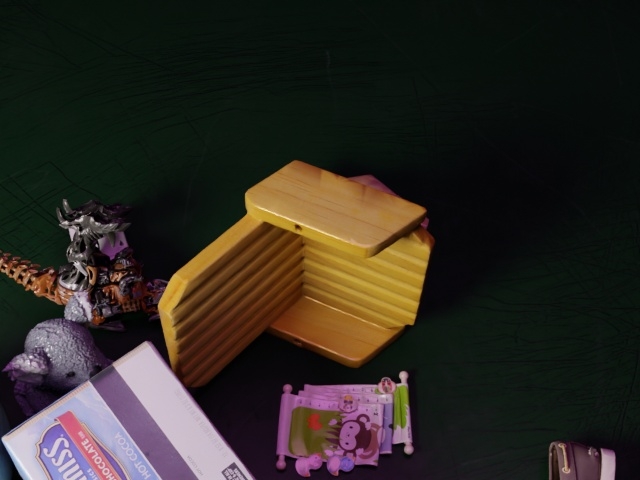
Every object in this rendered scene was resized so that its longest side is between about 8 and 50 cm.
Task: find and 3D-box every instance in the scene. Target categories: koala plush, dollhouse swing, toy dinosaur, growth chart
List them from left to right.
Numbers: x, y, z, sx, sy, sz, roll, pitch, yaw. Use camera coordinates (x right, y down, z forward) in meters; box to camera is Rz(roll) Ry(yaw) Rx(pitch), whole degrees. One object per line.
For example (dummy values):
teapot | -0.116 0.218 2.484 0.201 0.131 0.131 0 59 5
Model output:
koala plush | -0.405 0.199 1.264 0.203 0.221 0.196 26 55 18
toy dinosaur | -0.400 0.052 1.385 0.322 0.218 0.164 5 15 -35
dollhouse swing | -0.031 0.114 1.265 0.315 0.347 0.305 21 53 14
growth chart | 0.041 0.304 1.327 0.237 0.021 0.172 -4 53 -4

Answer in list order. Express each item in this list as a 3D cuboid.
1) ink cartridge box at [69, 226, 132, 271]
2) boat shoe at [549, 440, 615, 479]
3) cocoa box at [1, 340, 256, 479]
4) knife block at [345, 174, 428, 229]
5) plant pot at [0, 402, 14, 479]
ink cartridge box | -0.414 0.016 1.515 0.099 0.056 0.135 -17 55 -14
boat shoe | 0.365 0.439 1.175 0.096 0.117 0.324 13 48 14
cocoa box | -0.231 0.362 1.092 0.228 0.231 0.347 -34 74 -26
knife block | 0.031 -0.043 1.507 0.242 0.088 0.275 -13 38 -32
plant pot | -0.552 0.325 1.101 0.293 0.196 0.293 -2 52 3
